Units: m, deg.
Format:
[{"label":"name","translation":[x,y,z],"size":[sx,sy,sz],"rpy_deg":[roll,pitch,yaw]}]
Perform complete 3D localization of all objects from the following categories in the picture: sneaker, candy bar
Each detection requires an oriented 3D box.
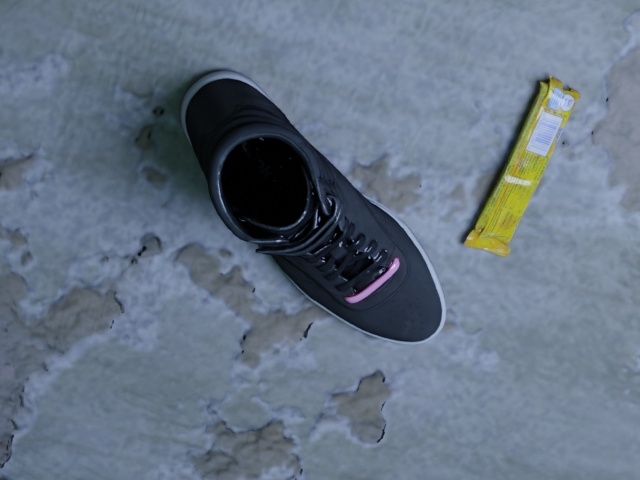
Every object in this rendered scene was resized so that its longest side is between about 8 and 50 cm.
[{"label":"sneaker","translation":[-0.001,0.000,1.484],"size":[0.104,0.147,0.296],"rpy_deg":[-40,110,9]},{"label":"candy bar","translation":[0.168,-0.059,1.541],"size":[0.040,0.018,0.161],"rpy_deg":[19,108,-14]}]
